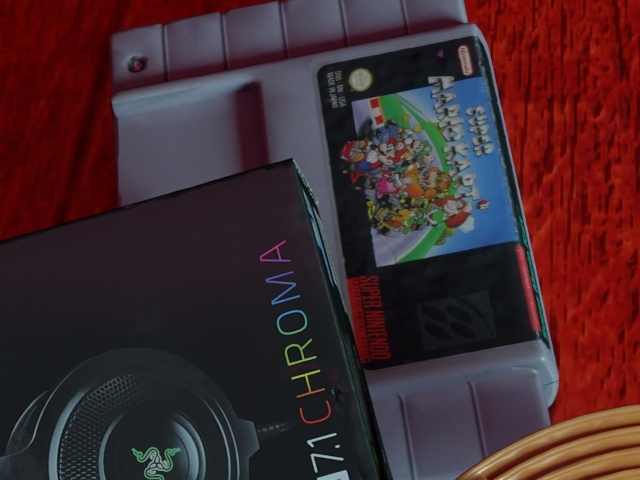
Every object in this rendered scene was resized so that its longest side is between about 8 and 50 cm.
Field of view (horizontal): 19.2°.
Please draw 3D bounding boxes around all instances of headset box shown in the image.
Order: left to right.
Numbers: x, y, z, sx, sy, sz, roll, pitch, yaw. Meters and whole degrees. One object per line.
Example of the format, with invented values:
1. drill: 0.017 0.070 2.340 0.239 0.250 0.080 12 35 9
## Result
1. headset box: -0.110 0.122 0.894 0.283 0.131 0.246 -15 80 3

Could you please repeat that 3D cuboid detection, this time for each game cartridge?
1. game cartridge: 0.000 0.000 1.066 0.230 0.068 0.355 -13 53 7

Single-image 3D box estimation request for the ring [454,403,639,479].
1. ring: 0.161 0.228 0.770 0.336 0.032 0.337 1 72 -2
